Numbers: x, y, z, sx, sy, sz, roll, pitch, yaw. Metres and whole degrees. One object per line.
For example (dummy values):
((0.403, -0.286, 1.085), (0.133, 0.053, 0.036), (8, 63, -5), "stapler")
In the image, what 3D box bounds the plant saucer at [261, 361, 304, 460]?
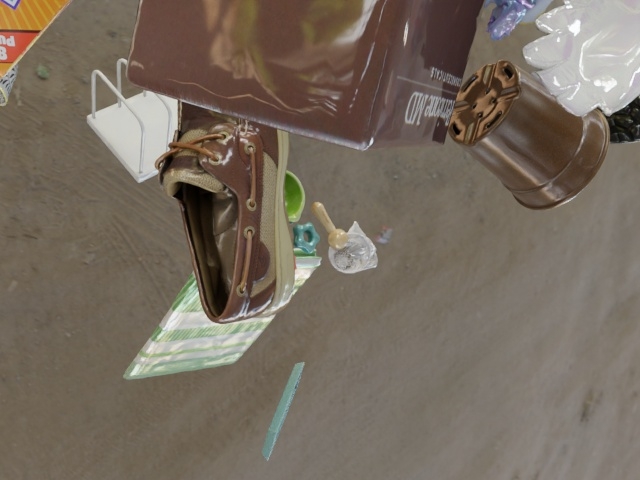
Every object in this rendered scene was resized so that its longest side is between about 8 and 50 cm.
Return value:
((-0.064, 0.286, 1.296), (0.192, 0.018, 0.067), (-66, 173, -60), "plant saucer")

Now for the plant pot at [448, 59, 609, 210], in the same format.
((0.272, -0.150, 1.031), (0.165, 0.167, 0.167), (26, 81, -29), "plant pot")

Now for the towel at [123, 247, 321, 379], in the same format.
((-0.169, 0.125, 1.300), (0.247, 0.038, 0.325), (-2, 141, -43), "towel")

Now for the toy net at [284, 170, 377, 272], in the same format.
((0.000, 0.000, 1.002), (0.232, 0.045, 0.122), (24, 63, -33), "toy net")

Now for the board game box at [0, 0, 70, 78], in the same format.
((-0.367, -0.481, 0.875), (0.356, 0.357, 0.356), (-42, 115, 17), "board game box")

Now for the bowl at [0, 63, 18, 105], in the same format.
((-0.474, -0.273, 1.038), (0.080, 0.170, 0.170), (-54, 138, -21), "bowl")

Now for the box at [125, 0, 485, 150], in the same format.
((0.039, -0.245, 0.390), (0.191, 0.143, 0.382), (-22, 130, -68), "box")

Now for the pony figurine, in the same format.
((0.262, -0.306, 0.746), (0.351, 0.363, 0.303), (-31, 100, -10), "pony figurine")

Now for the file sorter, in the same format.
((-0.315, -0.293, 1.577), (0.277, 0.193, 0.173), (-32, 159, -31), "file sorter")

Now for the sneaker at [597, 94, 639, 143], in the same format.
((0.412, -0.194, 1.178), (0.124, 0.283, 0.107), (2, 89, -59), "sneaker")

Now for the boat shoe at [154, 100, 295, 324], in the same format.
((-0.114, -0.076, 0.837), (0.123, 0.123, 0.342), (-10, 94, -57), "boat shoe")
